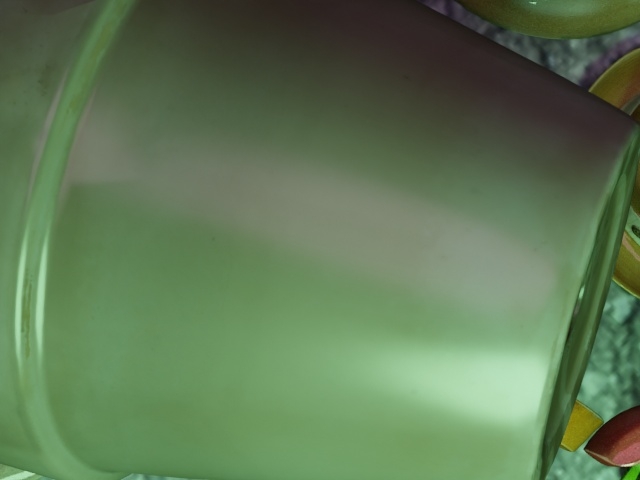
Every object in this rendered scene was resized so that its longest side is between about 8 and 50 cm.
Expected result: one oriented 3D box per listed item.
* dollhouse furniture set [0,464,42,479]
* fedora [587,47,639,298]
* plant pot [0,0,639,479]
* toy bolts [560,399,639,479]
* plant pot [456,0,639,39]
[{"bbox_3d":[-0.327,0.095,0.776,0.301,0.151,0.197,-25,109,-22],"label":"dollhouse furniture set"},{"bbox_3d":[0.256,-0.043,0.816,0.194,0.079,0.194,0,86,-3],"label":"fedora"},{"bbox_3d":[0.000,0.000,0.639,0.280,0.323,0.323,17,85,17],"label":"plant pot"},{"bbox_3d":[0.207,0.067,0.738,0.218,0.228,0.158,31,85,6],"label":"toy bolts"},{"bbox_3d":[0.166,-0.255,0.848,0.236,0.032,0.236,0,86,-5],"label":"plant pot"}]
